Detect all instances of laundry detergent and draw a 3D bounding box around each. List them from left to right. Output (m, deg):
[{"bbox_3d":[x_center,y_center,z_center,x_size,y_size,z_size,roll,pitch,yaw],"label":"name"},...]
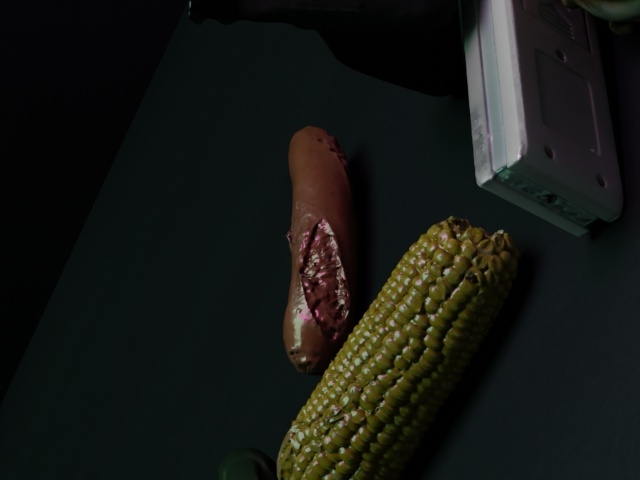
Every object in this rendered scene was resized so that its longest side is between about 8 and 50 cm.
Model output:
[{"bbox_3d":[-0.027,0.266,1.023,0.063,0.137,0.211,-24,29,-6],"label":"laundry detergent"}]

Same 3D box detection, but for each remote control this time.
[{"bbox_3d":[0.155,-0.140,0.920,0.055,0.103,0.277,-35,43,41],"label":"remote control"}]

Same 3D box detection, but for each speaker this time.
[{"bbox_3d":[0.021,-0.227,1.034,0.388,0.184,0.180,12,-107,-81],"label":"speaker"}]

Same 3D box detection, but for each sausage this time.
[{"bbox_3d":[0.001,-0.002,1.298,0.087,0.079,0.326,-52,26,39],"label":"sausage"}]

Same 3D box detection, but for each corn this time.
[{"bbox_3d":[0.057,0.105,0.988,0.293,0.106,0.106,-62,19,19],"label":"corn"}]

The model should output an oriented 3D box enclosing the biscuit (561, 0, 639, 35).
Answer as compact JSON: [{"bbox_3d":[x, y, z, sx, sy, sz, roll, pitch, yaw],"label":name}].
[{"bbox_3d":[0.259,-0.325,0.871,0.366,0.115,0.268,-66,17,8],"label":"biscuit"}]
